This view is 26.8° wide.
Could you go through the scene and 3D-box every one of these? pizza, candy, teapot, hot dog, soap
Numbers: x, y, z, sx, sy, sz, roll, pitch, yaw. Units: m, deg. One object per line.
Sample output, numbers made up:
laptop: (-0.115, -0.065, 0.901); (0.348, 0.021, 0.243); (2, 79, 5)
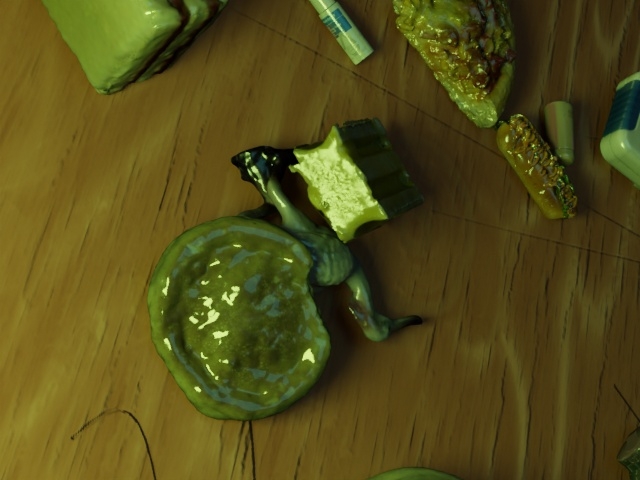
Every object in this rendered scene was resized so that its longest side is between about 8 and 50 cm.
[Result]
pizza: (0.202, -0.317, 1.954); (0.228, 0.081, 0.290); (15, 65, -31)
candy: (-0.257, -0.351, 1.561); (0.135, 0.179, 0.321); (-33, 93, -41)
teapot: (0.496, 0.319, 1.896); (0.146, 0.116, 0.148); (49, 54, 3)
hot dog: (0.321, -0.112, 1.975); (0.072, 0.055, 0.188); (-40, 98, -38)
soap: (0.049, -0.078, 1.682); (0.135, 0.076, 0.233); (61, 19, 1)

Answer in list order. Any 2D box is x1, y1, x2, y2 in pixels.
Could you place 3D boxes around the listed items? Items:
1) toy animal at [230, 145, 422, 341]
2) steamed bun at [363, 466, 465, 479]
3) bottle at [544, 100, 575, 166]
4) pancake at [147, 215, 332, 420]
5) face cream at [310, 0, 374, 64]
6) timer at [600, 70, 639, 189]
toy animal: (-0.003, 0.021, 1.657); (0.324, 0.090, 0.195); (53, 44, -7)
steamed bun: (0.125, 0.403, 1.512); (0.324, 0.219, 0.310); (3, 70, -36)
bottle: (0.364, -0.161, 2.034); (0.045, 0.045, 0.096); (14, 65, -32)
pancake: (-0.090, 0.090, 1.544); (0.222, 0.042, 0.236); (4, 89, -18)
face cream: (0.023, -0.303, 1.845); (0.130, 0.034, 0.034); (53, 50, -7)
timer: (0.560, -0.137, 2.150); (0.253, 0.078, 0.178); (36, 56, -18)
